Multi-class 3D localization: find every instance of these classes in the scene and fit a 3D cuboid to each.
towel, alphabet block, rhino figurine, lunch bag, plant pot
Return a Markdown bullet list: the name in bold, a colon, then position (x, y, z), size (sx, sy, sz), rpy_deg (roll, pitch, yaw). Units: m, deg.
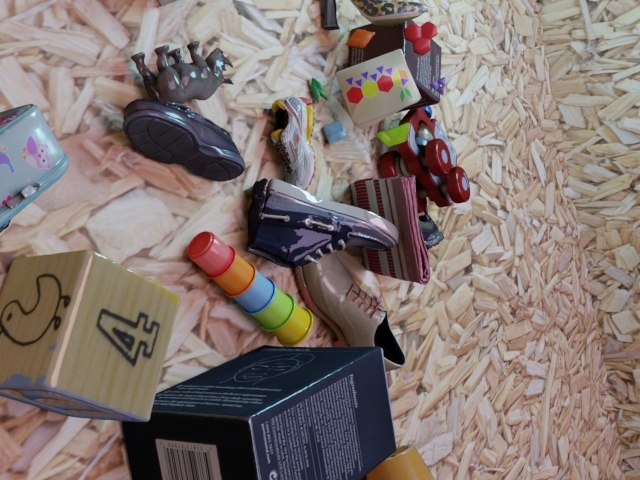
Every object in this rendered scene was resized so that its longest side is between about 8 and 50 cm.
- **towel**: position (0.156, -0.029, 1.778), size (0.037, 0.329, 0.237), rpy_deg (-12, 96, -17)
- **alphabet block**: position (-0.351, 0.144, 1.122), size (0.193, 0.192, 0.197), rpy_deg (37, 55, -48)
- **rhino figurine**: position (-0.242, -0.313, 1.443), size (0.243, 0.073, 0.106), rpy_deg (-29, 105, -54)
- **lunch bag**: position (-0.451, -0.069, 0.934), size (0.224, 0.279, 0.108), rpy_deg (-53, 130, -47)
- **plant pot**: position (0.195, 0.598, 1.831), size (0.205, 0.205, 0.188), rpy_deg (-12, 79, -54)

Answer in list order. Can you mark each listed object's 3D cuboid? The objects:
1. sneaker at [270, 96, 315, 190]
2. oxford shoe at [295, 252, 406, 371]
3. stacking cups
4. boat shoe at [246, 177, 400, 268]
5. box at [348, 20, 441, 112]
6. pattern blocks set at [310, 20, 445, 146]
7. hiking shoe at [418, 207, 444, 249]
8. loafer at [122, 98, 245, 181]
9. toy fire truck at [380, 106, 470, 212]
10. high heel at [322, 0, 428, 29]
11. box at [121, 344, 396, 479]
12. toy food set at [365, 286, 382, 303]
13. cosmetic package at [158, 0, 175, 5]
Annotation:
- **sneaker**: position (-0.070, -0.202, 1.674), size (0.092, 0.088, 0.225), rpy_deg (0, 85, -34)
- **oxford shoe**: position (0.076, 0.139, 1.748), size (0.397, 0.146, 0.140), rpy_deg (59, 45, -25)
- **stacking cups**: position (-0.135, 0.098, 1.509), size (0.316, 0.096, 0.096), rpy_deg (46, 50, -41)
- **boat shoe**: position (0.000, 0.000, 1.617), size (0.340, 0.127, 0.158), rpy_deg (18, 72, -15)
- **box**: position (0.196, -0.452, 1.994), size (0.203, 0.167, 0.169), rpy_deg (23, 67, -51)
- **pattern blocks set**: position (0.141, -0.366, 1.837), size (0.026, 0.324, 0.286), rpy_deg (-126, -157, -75)
- **hiking shoe**: position (0.224, -0.006, 2.038), size (0.227, 0.086, 0.114), rpy_deg (-27, 90, -38)
- **loafer**: position (-0.252, -0.195, 1.406), size (0.302, 0.109, 0.095), rpy_deg (27, 44, -56)
- **toy fire truck**: position (0.293, -0.235, 2.107), size (0.302, 0.169, 0.254), rpy_deg (46, 41, -41)
- **high heel**: position (0.126, -0.615, 1.856), size (0.093, 0.261, 0.186), rpy_deg (-2, 90, -81)
- **box**: position (-0.095, 0.337, 1.360), size (0.395, 0.293, 0.212), rpy_deg (-17, 99, -54)
- **toy food set**: position (0.141, 0.183, 1.948), size (0.078, 0.019, 0.122), rpy_deg (-46, 122, -47)
- **cosmetic package**: position (-0.230, -0.548, 1.398), size (0.151, 0.183, 0.151), rpy_deg (59, 42, -31)
